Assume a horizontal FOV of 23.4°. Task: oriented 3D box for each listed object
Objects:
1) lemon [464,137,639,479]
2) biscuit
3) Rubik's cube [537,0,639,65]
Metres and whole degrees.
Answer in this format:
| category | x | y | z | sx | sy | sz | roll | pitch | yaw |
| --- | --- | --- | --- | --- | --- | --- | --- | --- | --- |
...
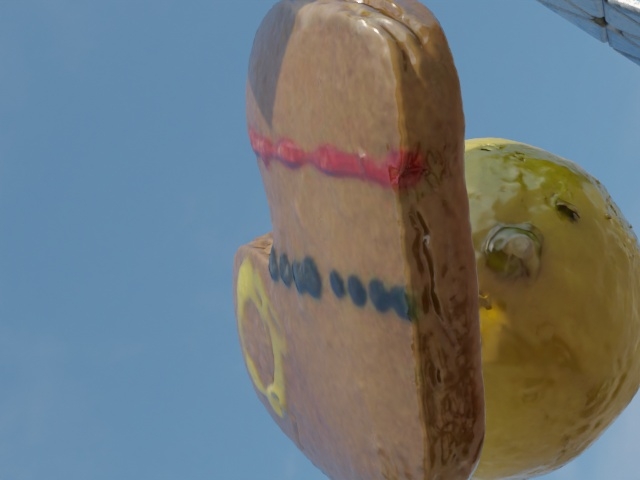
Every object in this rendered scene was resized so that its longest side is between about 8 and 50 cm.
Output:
| category | x | y | z | sx | sy | sz | roll | pitch | yaw |
| --- | --- | --- | --- | --- | --- | --- | --- | --- | --- |
| lemon | 0.103 | 0.050 | 1.027 | 0.236 | 0.263 | 0.236 | -1 | -86 | -15 |
| biscuit | -0.002 | 0.000 | 0.813 | 0.052 | 0.262 | 0.277 | -14 | -69 | -22 |
| Rubik's cube | 0.180 | -0.171 | 1.058 | 0.190 | 0.178 | 0.211 | 80 | -155 | -50 |
